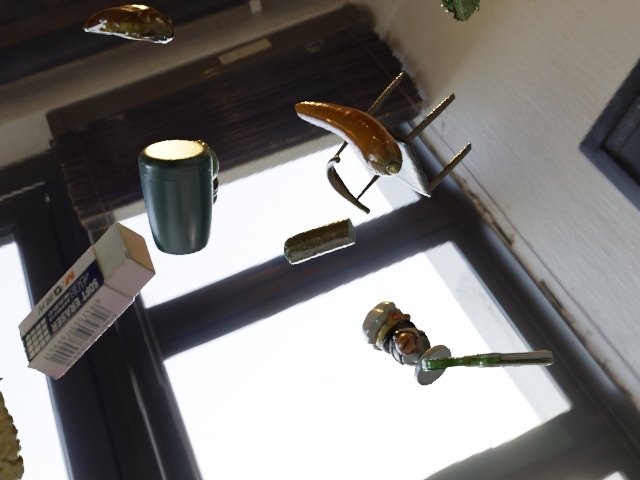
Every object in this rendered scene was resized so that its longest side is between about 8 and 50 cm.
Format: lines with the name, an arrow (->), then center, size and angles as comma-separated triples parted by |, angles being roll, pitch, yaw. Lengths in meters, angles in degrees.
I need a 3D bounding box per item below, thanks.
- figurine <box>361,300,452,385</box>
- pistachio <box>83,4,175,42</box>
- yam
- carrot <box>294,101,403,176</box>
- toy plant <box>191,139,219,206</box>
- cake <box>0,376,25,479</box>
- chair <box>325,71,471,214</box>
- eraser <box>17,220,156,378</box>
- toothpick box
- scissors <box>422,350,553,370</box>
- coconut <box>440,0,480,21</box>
figurine -> 0.206, 0.253, 1.706 | 0.133, 0.236, 0.176 | -47, -43, -5
pistachio -> -0.277, -0.322, 0.981 | 0.090, 0.173, 0.049 | -13, -64, -54
yam -> 0.000, 0.000, 1.194 | 0.133, 0.054, 0.054 | -19, -30, 20
carrot -> 0.046, -0.179, 1.056 | 0.062, 0.271, 0.066 | -24, -43, -22
toy plant -> -0.268, -0.142, 1.463 | 0.093, 0.092, 0.162 | -14, -45, -22
cake -> -0.580, 0.256, 0.895 | 0.222, 0.286, 0.227 | -33, -51, -44
chair -> 0.160, -0.182, 1.396 | 0.272, 0.166, 0.188 | -45, -42, -8
eraser -> -0.433, 0.111, 1.242 | 0.287, 0.130, 0.086 | -45, -46, 8
toothpick box -> -0.242, -0.070, 1.146 | 0.121, 0.120, 0.184 | -12, -61, -23
scissors -> 0.273, 0.196, 1.090 | 0.205, 0.027, 0.101 | -9, -8, 27
coconut -> 0.111, -0.278, 0.691 | 0.158, 0.133, 0.055 | 2, -56, -45
